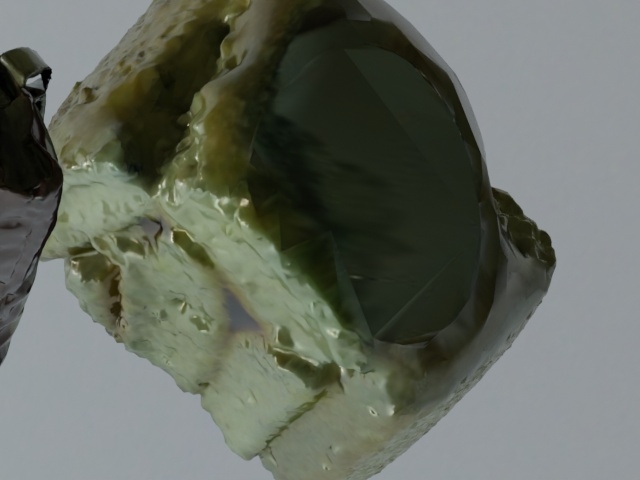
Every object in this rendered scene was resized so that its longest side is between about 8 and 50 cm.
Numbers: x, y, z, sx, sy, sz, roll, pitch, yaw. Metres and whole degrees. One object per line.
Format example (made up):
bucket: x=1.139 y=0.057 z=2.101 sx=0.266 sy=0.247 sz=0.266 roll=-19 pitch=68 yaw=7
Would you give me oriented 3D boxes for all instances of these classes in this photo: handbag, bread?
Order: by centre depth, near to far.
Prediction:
handbag: x=-0.205 y=-0.046 z=0.850 sx=0.127 sy=0.235 sz=0.213 roll=-24 pitch=-108 yaw=-28
bread: x=0.008 y=0.005 z=1.186 sx=0.395 sy=0.264 sz=0.239 roll=47 pitch=-120 yaw=-19
